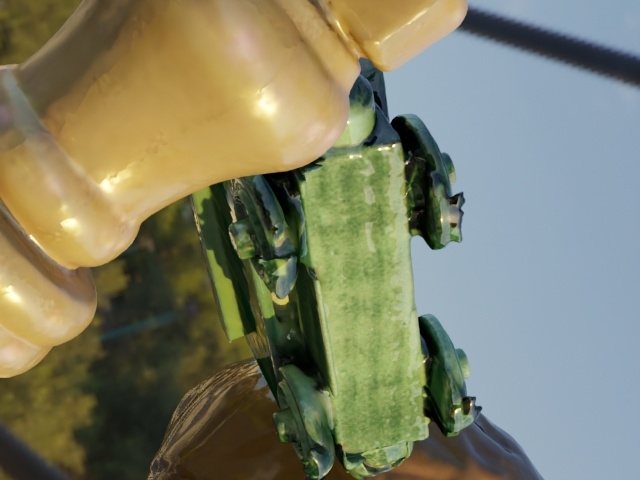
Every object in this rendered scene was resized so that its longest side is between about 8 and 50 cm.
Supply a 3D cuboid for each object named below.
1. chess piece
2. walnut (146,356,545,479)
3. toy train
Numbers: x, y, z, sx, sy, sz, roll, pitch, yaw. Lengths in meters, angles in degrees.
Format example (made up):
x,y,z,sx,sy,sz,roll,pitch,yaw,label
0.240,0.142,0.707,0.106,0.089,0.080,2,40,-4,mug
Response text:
x,y,z,sx,sy,sz,roll,pitch,yaw,label
-0.109,-0.004,0.561,0.117,0.397,0.117,53,5,-6,chess piece
0.016,0.263,1.255,0.398,0.354,0.308,35,-11,-37,walnut
0.000,0.000,0.991,0.301,0.120,0.202,80,-14,-45,toy train
